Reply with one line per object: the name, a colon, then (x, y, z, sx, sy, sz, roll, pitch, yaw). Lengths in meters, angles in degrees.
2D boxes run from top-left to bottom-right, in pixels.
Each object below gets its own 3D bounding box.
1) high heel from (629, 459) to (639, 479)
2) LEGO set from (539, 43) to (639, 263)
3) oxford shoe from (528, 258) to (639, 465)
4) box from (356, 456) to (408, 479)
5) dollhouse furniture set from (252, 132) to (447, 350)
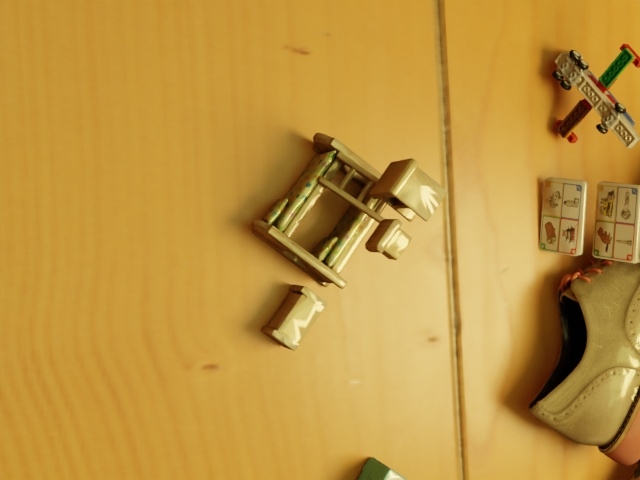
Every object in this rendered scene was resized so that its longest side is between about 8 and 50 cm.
high heel: (0.373, 0.249, 1.201, 0.093, 0.186, 0.261, 20, 119, 20)
LEGO set: (0.307, -0.101, 1.118, 0.060, 0.182, 0.244, -4, 99, -43)
oxford shoe: (0.315, 0.041, 1.151, 0.130, 0.123, 0.348, 22, 77, 0)
box: (0.126, 0.322, 1.122, 0.244, 0.060, 0.100, 36, 80, -14)
dollhouse furniture set: (0.000, 0.000, 1.029, 0.101, 0.161, 0.182, 37, 79, -14)
